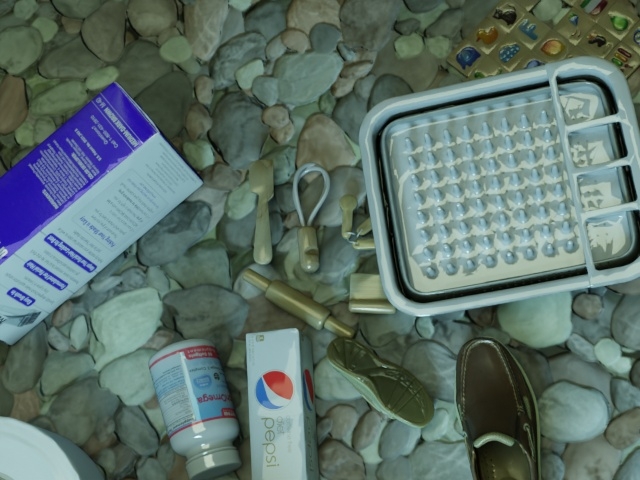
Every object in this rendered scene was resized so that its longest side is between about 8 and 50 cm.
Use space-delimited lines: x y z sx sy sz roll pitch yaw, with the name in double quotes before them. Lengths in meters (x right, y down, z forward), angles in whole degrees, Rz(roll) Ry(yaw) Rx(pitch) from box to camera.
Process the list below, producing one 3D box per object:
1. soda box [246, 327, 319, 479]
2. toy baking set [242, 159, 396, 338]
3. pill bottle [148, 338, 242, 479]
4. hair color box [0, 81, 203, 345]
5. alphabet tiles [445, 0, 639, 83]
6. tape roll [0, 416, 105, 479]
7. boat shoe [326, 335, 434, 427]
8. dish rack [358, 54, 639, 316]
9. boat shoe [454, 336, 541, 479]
"soda box" -0.044 0.219 1.580 0.069 0.074 0.216 -8 71 11
"toy baking set" -0.002 0.006 1.664 0.256 0.030 0.196 25 74 13
"pill bottle" -0.149 0.207 1.602 0.087 0.087 0.160 -22 70 6
"hair color box" -0.330 -0.029 1.668 0.339 0.185 0.110 -42 68 -2
"alphabet tiles" 0.285 -0.231 1.681 0.198 0.009 0.237 41 86 21
"tape roll" -0.396 0.360 1.607 0.286 0.100 0.286 -4 71 12
"boat shoe" 0.072 0.174 1.589 0.153 0.048 0.056 33 70 14
"dish rack" 0.226 -0.059 1.599 0.333 0.072 0.285 -11 74 9
"boat shoe" 0.209 0.227 1.506 0.095 0.095 0.257 -15 70 8
